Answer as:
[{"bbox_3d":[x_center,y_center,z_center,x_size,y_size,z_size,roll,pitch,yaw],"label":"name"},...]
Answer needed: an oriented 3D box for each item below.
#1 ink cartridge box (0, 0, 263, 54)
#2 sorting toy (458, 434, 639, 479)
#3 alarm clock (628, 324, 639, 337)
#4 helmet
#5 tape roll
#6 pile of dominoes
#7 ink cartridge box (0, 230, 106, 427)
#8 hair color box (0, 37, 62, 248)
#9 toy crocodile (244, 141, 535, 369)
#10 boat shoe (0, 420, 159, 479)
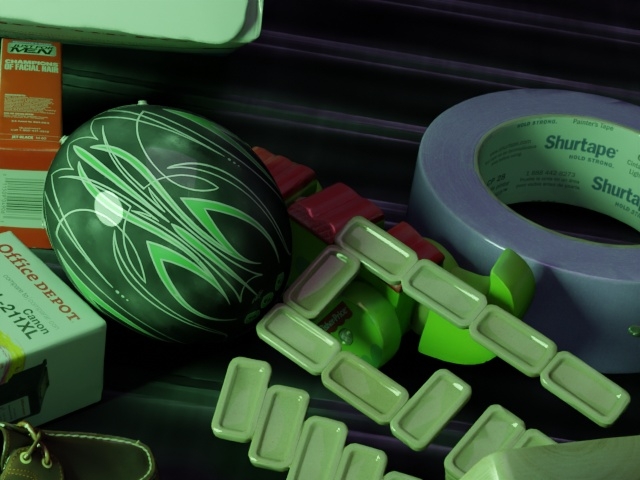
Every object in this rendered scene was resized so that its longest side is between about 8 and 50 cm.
[{"bbox_3d":[-0.194,-0.244,1.363,0.285,0.166,0.395,5,4,-7],"label":"ink cartridge box"},{"bbox_3d":[0.163,0.192,0.910,0.255,0.257,0.089,-2,62,-22],"label":"sorting toy"},{"bbox_3d":[0.315,0.075,1.213,0.192,0.129,0.064,8,0,-23],"label":"alarm clock"},{"bbox_3d":[-0.105,-0.012,1.156,0.169,0.161,0.169,-7,67,18],"label":"helmet"},{"bbox_3d":[0.206,-0.014,1.343,0.275,0.090,0.275,6,35,-4],"label":"tape roll"},{"bbox_3d":[0.062,0.120,1.120,0.251,0.040,0.196,34,66,21],"label":"pile of dominoes"},{"bbox_3d":[-0.249,0.074,1.123,0.175,0.072,0.127,-21,45,-36],"label":"ink cartridge box"},{"bbox_3d":[-0.230,-0.079,1.329,0.053,0.093,0.167,2,36,-12],"label":"hair color box"},{"bbox_3d":[0.000,0.000,1.259,0.340,0.105,0.115,29,39,27],"label":"toy crocodile"},{"bbox_3d":[-0.196,0.147,1.033,0.207,0.073,0.073,-6,35,-23],"label":"boat shoe"}]
